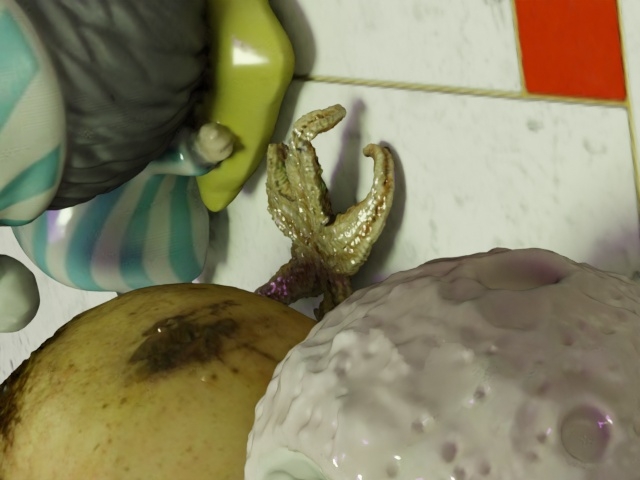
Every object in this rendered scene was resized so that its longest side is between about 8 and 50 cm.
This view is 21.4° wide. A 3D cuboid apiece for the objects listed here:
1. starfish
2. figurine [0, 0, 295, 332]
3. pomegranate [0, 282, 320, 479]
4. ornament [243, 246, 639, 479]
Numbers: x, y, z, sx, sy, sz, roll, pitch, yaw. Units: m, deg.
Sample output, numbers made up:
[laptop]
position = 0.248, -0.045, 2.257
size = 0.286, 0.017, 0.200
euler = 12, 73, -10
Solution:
[starfish]
position = -0.009, 0.002, 1.102
size = 0.150, 0.053, 0.210
euler = 69, 153, 18
[figurine]
position = -0.244, -0.080, 1.138
size = 0.266, 0.377, 0.361
euler = 53, 145, 39
[pomegranate]
position = -0.069, 0.183, 1.058
size = 0.322, 0.322, 0.322
euler = 35, 133, 49
[ornament]
position = 0.094, 0.131, 0.804
size = 0.259, 0.225, 0.259
euler = 37, 136, 48
